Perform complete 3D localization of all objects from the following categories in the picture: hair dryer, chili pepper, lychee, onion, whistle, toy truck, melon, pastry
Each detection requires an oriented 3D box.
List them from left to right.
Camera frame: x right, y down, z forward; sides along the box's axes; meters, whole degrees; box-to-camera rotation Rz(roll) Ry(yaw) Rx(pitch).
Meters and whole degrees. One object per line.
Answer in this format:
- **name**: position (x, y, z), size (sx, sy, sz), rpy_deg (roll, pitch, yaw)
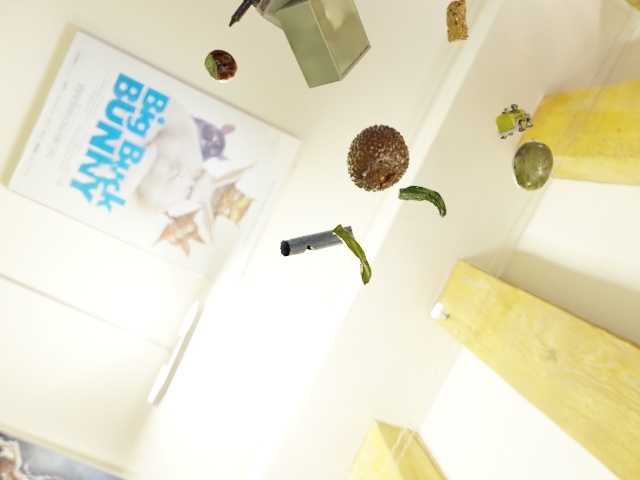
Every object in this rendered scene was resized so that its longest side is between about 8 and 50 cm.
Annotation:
- **onion**: position (-0.349, -0.624, 2.205), size (0.118, 0.118, 0.117), rpy_deg (164, -93, -75)
- **hair dryer**: position (-0.240, -0.751, 2.042), size (0.050, 0.173, 0.195), rpy_deg (-41, -147, 52)
- **whistle**: position (0.000, 0.000, 2.042), size (0.062, 0.304, 0.062), rpy_deg (15, -69, 47)
- **chili pepper**: position (0.105, 0.038, 1.866), size (0.050, 0.202, 0.052), rpy_deg (-32, -178, -18)
- **lychee**: position (0.224, -0.335, 2.472), size (0.268, 0.267, 0.267), rpy_deg (-59, -167, 22)
- **chili pepper**: position (0.351, -0.142, 2.092), size (0.073, 0.182, 0.050), rpy_deg (-57, 160, -30)
- **pastry**: position (0.455, -0.731, 2.067), size (0.079, 0.140, 0.056), rpy_deg (10, -141, 37)
- **toy truck**: position (0.507, -0.317, 1.626), size (0.111, 0.077, 0.076), rpy_deg (-29, -173, -42)
- **melon**: position (0.719, -0.261, 2.102), size (0.139, 0.139, 0.193), rpy_deg (145, -43, -67)

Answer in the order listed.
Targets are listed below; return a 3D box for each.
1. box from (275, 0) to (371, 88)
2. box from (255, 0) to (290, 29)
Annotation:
- **box**: position (0.013, -0.576, 1.704), size (0.117, 0.225, 0.225), rpy_deg (-5, -145, 35)
- **box**: position (-0.059, -0.732, 1.812), size (0.243, 0.155, 0.067), rpy_deg (-51, -131, 22)
